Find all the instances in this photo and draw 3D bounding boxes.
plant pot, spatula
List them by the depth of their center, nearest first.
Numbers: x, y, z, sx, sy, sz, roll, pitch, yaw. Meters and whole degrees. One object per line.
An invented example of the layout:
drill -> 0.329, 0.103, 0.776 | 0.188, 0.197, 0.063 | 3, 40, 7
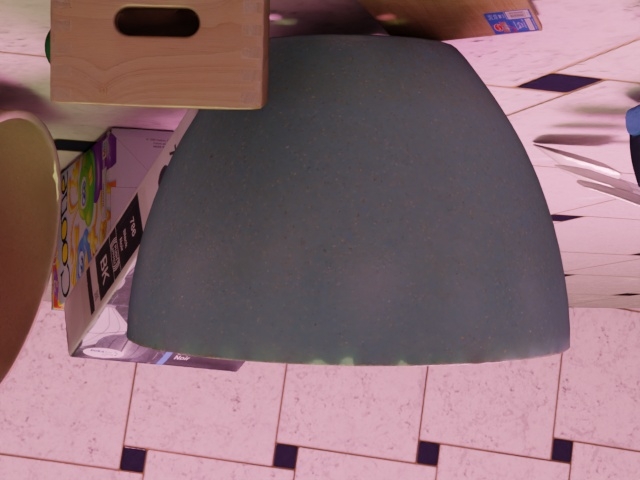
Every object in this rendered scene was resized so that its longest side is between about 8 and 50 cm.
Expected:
plant pot -> 0.019, -0.031, 0.915 | 0.290, 0.195, 0.290 | 1, -177, 0
plant pot -> -0.386, -0.008, 1.102 | 0.274, 0.256, 0.256 | 14, 175, 11
spatula -> 0.322, -0.036, 1.274 | 0.242, 0.019, 0.168 | 16, -170, -12

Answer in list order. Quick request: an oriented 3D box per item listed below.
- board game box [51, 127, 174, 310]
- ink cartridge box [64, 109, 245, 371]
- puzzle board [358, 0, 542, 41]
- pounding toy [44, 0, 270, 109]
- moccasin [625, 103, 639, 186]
board game box -> -0.169, -0.010, 1.363 | 0.144, 0.142, 0.275 | 2, 172, -21
ink cartridge box -> -0.073, -0.005, 1.120 | 0.165, 0.065, 0.333 | 9, 140, -28
puzzle board -> 0.081, -0.146, 0.861 | 0.096, 0.011, 0.128 | -4, 173, 17
pounding toy -> -0.099, -0.124, 0.758 | 0.141, 0.100, 0.130 | 2, -173, -1
moccasin -> 0.402, -0.052, 1.194 | 0.342, 0.117, 0.138 | 2, 172, -20
